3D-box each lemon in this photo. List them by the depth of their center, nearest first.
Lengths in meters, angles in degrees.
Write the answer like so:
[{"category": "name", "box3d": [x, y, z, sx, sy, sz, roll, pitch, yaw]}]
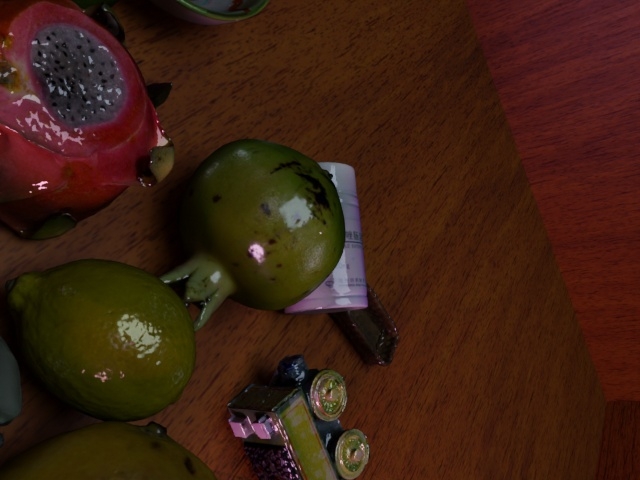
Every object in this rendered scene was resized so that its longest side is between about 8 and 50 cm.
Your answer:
[{"category": "lemon", "box3d": [-0.249, 0.112, 0.756, 0.248, 0.184, 0.184, 43, 48, -27]}]

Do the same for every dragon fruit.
[{"category": "dragon fruit", "box3d": [-0.307, -0.160, 0.746, 0.290, 0.189, 0.291, 20, 64, -50]}]

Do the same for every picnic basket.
[{"category": "picnic basket", "box3d": [0.090, 0.167, 1.308, 0.193, 0.054, 0.110, 55, 41, -28]}]

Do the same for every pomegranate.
[{"category": "pomegranate", "box3d": [-0.104, -0.007, 0.948, 0.341, 0.260, 0.260, -50, 121, -39]}]

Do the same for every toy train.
[{"category": "toy train", "box3d": [-0.031, 0.321, 1.041, 0.177, 0.134, 0.261, -33, 107, -43]}]

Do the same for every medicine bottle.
[{"category": "medicine bottle", "box3d": [0.000, 0.000, 1.150, 0.152, 0.152, 0.254, 7, 75, -53]}]

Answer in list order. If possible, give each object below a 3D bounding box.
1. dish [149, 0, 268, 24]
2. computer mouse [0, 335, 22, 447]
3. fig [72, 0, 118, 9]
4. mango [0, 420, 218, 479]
[{"category": "dish", "box3d": [-0.226, -0.479, 1.013, 0.324, 0.124, 0.324, 15, 69, -44]}, {"category": "computer mouse", "box3d": [-0.454, 0.079, 0.510, 0.429, 0.145, 0.228, 44, 58, -34]}, {"category": "fig", "box3d": [-0.334, -0.352, 0.839, 0.156, 0.123, 0.123, -24, 102, -25]}, {"category": "mango", "box3d": [-0.276, 0.376, 0.625, 0.445, 0.220, 0.301, -45, 123, -35]}]
